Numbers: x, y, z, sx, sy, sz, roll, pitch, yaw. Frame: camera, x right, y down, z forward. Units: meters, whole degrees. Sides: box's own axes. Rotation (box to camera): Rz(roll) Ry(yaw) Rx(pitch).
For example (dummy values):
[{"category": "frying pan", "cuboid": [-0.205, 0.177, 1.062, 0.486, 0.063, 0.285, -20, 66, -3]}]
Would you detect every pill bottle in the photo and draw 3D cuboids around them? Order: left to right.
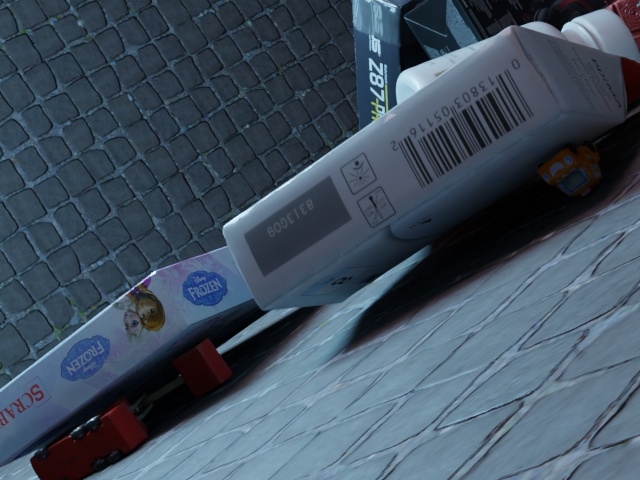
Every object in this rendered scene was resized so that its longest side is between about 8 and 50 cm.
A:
[{"category": "pill bottle", "cuboid": [0.205, -0.149, 1.487, 0.229, 0.131, 0.131, -22, 2, -10]}]

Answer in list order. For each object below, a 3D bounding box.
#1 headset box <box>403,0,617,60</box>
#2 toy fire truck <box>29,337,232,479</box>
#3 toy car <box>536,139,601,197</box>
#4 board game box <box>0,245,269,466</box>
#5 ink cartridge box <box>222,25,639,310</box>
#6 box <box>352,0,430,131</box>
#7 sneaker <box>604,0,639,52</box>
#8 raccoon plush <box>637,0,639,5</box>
[{"category": "headset box", "cuboid": [0.287, -0.286, 1.938, 0.293, 0.218, 0.110, -37, 7, -33]}, {"category": "toy fire truck", "cuboid": [-0.191, 0.176, 1.460, 0.192, 0.047, 0.135, -32, 4, 38]}, {"category": "toy car", "cuboid": [0.230, -0.073, 1.135, 0.122, 0.040, 0.060, -34, -15, 17]}, {"category": "board game box", "cuboid": [-0.179, 0.107, 1.552, 0.319, 0.066, 0.318, -36, -7, 27]}, {"category": "ink cartridge box", "cuboid": [0.140, -0.051, 1.297, 0.308, 0.091, 0.385, -34, -17, 26]}, {"category": "box", "cuboid": [0.209, -0.288, 2.111, 0.097, 0.318, 0.395, 26, 47, 35]}, {"category": "sneaker", "cuboid": [0.433, -0.272, 1.755, 0.221, 0.087, 0.128, -19, 0, 20]}, {"category": "raccoon plush", "cuboid": [0.424, -0.388, 1.498, 0.446, 0.299, 0.216, -32, 4, 12]}]
